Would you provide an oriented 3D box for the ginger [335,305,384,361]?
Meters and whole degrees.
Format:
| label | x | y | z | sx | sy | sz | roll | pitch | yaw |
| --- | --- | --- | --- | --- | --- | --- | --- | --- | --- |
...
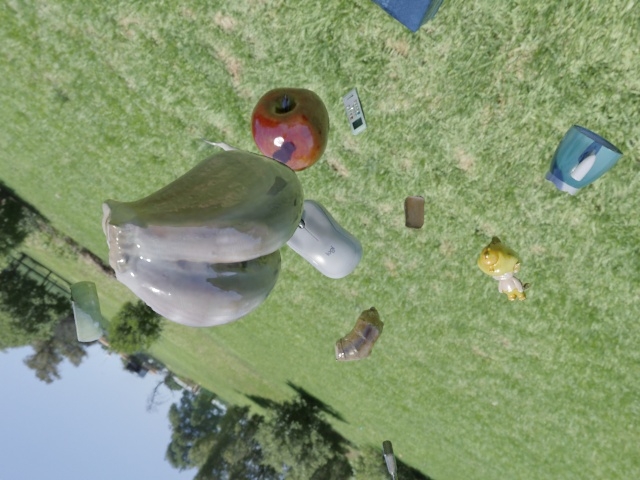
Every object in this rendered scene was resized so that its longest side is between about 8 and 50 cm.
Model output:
| label | x | y | z | sx | sy | sz | roll | pitch | yaw |
| --- | --- | --- | --- | --- | --- | --- | --- | --- | --- |
| ginger | 0.108 | 0.272 | 1.241 | 0.095 | 0.190 | 0.069 | 39 | -169 | 28 |

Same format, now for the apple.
| label | x | y | z | sx | sy | sz | roll | pitch | yaw |
| --- | --- | --- | --- | --- | --- | --- | --- | --- | --- |
| apple | -0.081 | -0.301 | 1.236 | 0.229 | 0.230 | 0.230 | 31 | 161 | 12 |

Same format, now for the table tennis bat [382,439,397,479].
| label | x | y | z | sx | sy | sz | roll | pitch | yaw |
| --- | --- | --- | --- | --- | --- | --- | --- | --- | --- |
| table tennis bat | 0.167 | 0.527 | 1.013 | 0.021 | 0.154 | 0.274 | -12 | 132 | 4 |

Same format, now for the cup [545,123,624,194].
| label | x | y | z | sx | sy | sz | roll | pitch | yaw |
| --- | --- | --- | --- | --- | --- | --- | --- | --- | --- |
| cup | 0.792 | -0.241 | 1.370 | 0.167 | 0.299 | 0.173 | 36 | 125 | 11 |

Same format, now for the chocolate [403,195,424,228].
| label | x | y | z | sx | sy | sz | roll | pitch | yaw |
| --- | --- | --- | --- | --- | --- | --- | --- | --- | --- |
| chocolate | 0.279 | -0.082 | 1.331 | 0.064 | 0.101 | 0.031 | 0 | 173 | -5 |

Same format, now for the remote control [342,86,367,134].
| label | x | y | z | sx | sy | sz | roll | pitch | yaw |
| --- | --- | --- | --- | --- | --- | --- | --- | --- | --- |
| remote control | 0.123 | -0.451 | 1.550 | 0.065 | 0.166 | 0.029 | -27 | 158 | 36 |

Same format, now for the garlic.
| label | x | y | z | sx | sy | sz | roll | pitch | yaw |
| --- | --- | --- | --- | --- | --- | --- | --- | --- | --- |
| garlic | -0.149 | -0.016 | 0.718 | 0.245 | 0.340 | 0.232 | 8 | 123 | 10 |

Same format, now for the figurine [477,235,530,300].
| label | x | y | z | sx | sy | sz | roll | pitch | yaw |
| --- | --- | --- | --- | --- | --- | --- | --- | --- | --- |
| figurine | 0.635 | 0.101 | 1.538 | 0.156 | 0.131 | 0.246 | -8 | 122 | 48 |

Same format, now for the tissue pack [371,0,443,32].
| label | x | y | z | sx | sy | sz | roll | pitch | yaw |
| --- | --- | --- | --- | --- | --- | --- | --- | --- | --- |
| tissue pack | 0.156 | -0.551 | 0.749 | 0.228 | 0.103 | 0.316 | 41 | 152 | 4 |

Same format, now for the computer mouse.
| label | x | y | z | sx | sy | sz | roll | pitch | yaw |
| --- | --- | --- | --- | --- | --- | --- | --- | --- | --- |
| computer mouse | 0.000 | 0.000 | 1.483 | 0.297 | 0.184 | 0.121 | 45 | -169 | 0 |

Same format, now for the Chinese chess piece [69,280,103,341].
| label | x | y | z | sx | sy | sz | roll | pitch | yaw |
| --- | --- | --- | --- | --- | --- | --- | --- | --- | --- |
| Chinese chess piece | -0.558 | 0.168 | 1.058 | 0.144 | 0.058 | 0.144 | 23 | 117 | 56 |
